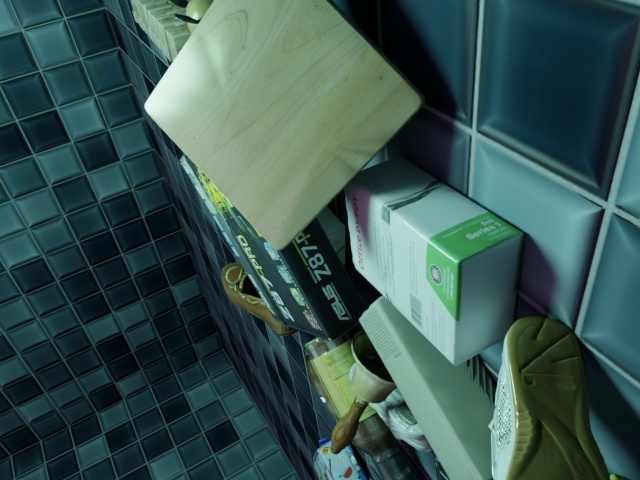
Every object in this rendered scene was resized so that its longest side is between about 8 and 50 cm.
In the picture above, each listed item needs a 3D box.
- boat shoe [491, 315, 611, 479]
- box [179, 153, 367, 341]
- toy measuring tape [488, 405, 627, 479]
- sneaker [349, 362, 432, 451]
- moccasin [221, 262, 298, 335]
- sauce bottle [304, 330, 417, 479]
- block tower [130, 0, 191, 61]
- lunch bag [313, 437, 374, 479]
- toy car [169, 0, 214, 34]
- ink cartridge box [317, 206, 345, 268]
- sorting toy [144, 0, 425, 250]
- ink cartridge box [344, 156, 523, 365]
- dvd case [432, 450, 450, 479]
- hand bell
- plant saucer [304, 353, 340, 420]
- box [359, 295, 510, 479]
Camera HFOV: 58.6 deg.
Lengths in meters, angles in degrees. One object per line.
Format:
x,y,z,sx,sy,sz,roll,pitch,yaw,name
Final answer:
0.219,0.219,0.563,0.096,0.098,0.277,88,-169,-58,boat shoe
-0.098,-0.021,1.041,0.395,0.097,0.318,61,162,-10,box
0.273,0.266,0.576,0.330,0.121,0.121,37,146,54,toy measuring tape
0.133,0.311,1.063,0.232,0.090,0.115,41,153,52,sneaker
-0.176,0.131,1.579,0.380,0.139,0.147,33,143,57,moccasin
0.088,0.349,1.188,0.344,0.111,0.111,63,161,8,sauce bottle
-0.358,-0.514,1.345,0.335,0.097,0.091,51,156,38,block tower
0.067,0.700,1.675,0.243,0.114,0.303,60,161,23,lunch bag
-0.126,-0.317,0.776,0.155,0.188,0.149,55,132,30,toy car
0.000,0.000,1.076,0.099,0.056,0.135,50,157,35,ink cartridge box
-0.043,-0.169,0.700,0.255,0.089,0.257,47,116,3,sorting toy
0.128,0.015,0.698,0.219,0.092,0.160,46,152,46,ink cartridge box
0.282,0.484,0.964,0.238,0.029,0.179,36,146,54,dvd case
0.069,0.285,0.989,0.126,0.126,0.242,49,128,40,hand bell
0.021,0.385,1.524,0.199,0.036,0.199,52,157,34,plant saucer
0.169,0.197,0.811,0.275,0.094,0.113,60,161,14,box
